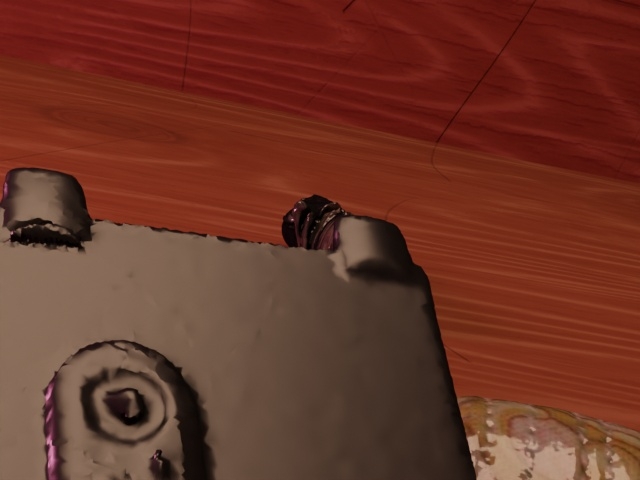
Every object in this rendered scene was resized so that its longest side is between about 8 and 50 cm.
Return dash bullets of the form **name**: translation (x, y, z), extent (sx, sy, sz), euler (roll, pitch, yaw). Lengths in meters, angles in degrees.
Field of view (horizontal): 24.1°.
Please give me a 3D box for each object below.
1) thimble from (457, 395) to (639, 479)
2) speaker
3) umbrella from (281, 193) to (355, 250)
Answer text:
- **thimble**: translation (0.139, 0.187, 0.983), extent (0.143, 0.137, 0.190), euler (14, 23, 3)
- **speaker**: translation (-0.060, 0.124, 0.703), extent (0.232, 0.184, 0.254), euler (9, 47, -21)
- **umbrella**: translation (-0.003, 0.005, 1.748), extent (0.106, 0.113, 0.357), euler (7, 6, -13)
